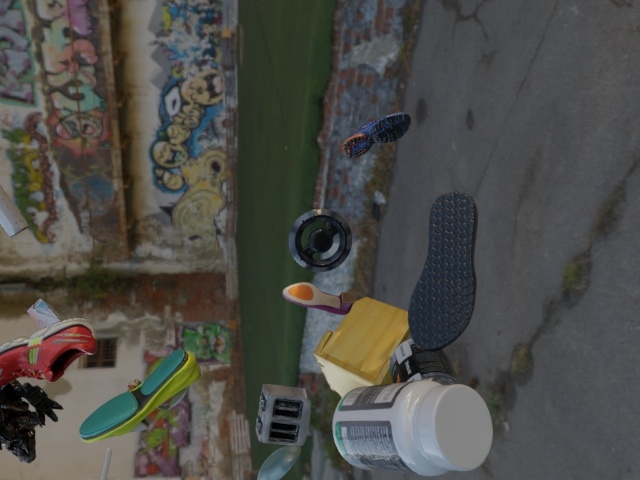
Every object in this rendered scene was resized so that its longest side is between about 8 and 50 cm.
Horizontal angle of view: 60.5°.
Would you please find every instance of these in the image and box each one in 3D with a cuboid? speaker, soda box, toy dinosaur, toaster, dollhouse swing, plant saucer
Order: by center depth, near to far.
[{"bbox_3d":[-0.754,0.395,1.304,0.218,0.164,0.322,3,132,47],"label":"toy dinosaur"},{"bbox_3d":[-0.804,-0.080,1.396,0.136,0.055,0.055,60,174,-14],"label":"speaker"},{"bbox_3d":[-0.114,0.569,1.790,0.110,0.185,0.168,-148,68,-80],"label":"toaster"},{"bbox_3d":[-0.876,0.269,1.791,0.183,0.063,0.058,35,163,28],"label":"soda box"},{"bbox_3d":[-0.153,0.768,1.898,0.037,0.195,0.195,51,168,-4],"label":"plant saucer"},{"bbox_3d":[0.211,0.454,2.141,0.346,0.305,0.315,15,137,46],"label":"dollhouse swing"}]

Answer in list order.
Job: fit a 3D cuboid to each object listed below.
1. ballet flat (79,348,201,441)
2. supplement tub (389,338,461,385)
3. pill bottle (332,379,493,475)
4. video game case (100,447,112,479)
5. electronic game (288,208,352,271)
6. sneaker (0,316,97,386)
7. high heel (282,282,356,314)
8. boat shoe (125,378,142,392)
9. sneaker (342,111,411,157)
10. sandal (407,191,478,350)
[{"bbox_3d":[-0.311,0.292,0.982,0.077,0.231,0.077,33,157,53],"label":"ballet flat"},{"bbox_3d":[0.322,0.443,1.644,0.316,0.193,0.194,-96,7,-72],"label":"supplement tub"},{"bbox_3d":[0.202,0.432,1.272,0.361,0.204,0.204,-28,63,55],"label":"pill bottle"},{"bbox_3d":[-0.696,0.759,1.766,0.143,0.019,0.157,130,147,-56],"label":"video game case"},{"bbox_3d":[0.000,0.000,1.960,0.048,0.229,0.230,-121,30,-81],"label":"electronic game"},{"bbox_3d":[-0.648,0.279,1.256,0.118,0.278,0.107,57,168,25],"label":"sneaker"},{"bbox_3d":[-0.012,0.198,1.780,0.117,0.243,0.082,118,151,-55],"label":"high heel"},{"bbox_3d":[-0.642,0.504,1.880,0.043,0.049,0.137,56,177,2],"label":"boat shoe"},{"bbox_3d":[0.165,-0.332,1.649,0.083,0.221,0.087,56,-154,-33],"label":"sneaker"},{"bbox_3d":[0.354,0.089,1.491,0.107,0.167,0.446,42,-121,-56],"label":"sandal"}]
